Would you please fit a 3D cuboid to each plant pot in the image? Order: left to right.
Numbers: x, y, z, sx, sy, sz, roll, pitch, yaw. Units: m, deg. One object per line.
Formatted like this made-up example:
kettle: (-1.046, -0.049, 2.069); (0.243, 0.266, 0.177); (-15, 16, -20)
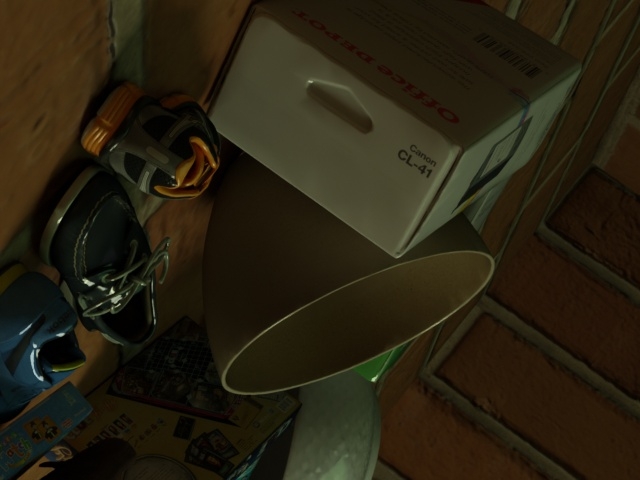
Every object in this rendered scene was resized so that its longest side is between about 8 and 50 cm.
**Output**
plant pot: (0.000, 0.000, 1.579); (0.284, 0.191, 0.284); (-22, 162, -8)

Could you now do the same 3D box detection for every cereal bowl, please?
cereal bowl: (-0.020, 0.240, 1.979); (0.339, 0.141, 0.339); (-168, -90, -73)

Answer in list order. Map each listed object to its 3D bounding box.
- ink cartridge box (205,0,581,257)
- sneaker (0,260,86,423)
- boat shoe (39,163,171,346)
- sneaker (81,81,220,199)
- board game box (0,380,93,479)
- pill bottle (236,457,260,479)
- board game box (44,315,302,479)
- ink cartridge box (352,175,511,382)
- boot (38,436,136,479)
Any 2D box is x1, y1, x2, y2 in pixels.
ink cartridge box: (0.072, -0.135, 1.483); (0.306, 0.226, 0.131); (-34, 155, -55)
sneaker: (-0.237, 0.104, 1.320); (0.069, 0.082, 0.209); (-47, 168, -37)
boat shoe: (-0.172, 0.022, 1.337); (0.095, 0.079, 0.254); (-48, 167, -24)
sneaker: (-0.117, -0.066, 1.296); (0.084, 0.083, 0.215); (-57, 169, 8)
board game box: (-0.303, 0.214, 1.376); (0.160, 0.039, 0.211); (-41, 177, 37)
pill bottle: (-0.157, 0.263, 1.914); (0.146, 0.146, 0.264); (-39, 162, -50)
board game box: (-0.151, 0.193, 1.698); (0.243, 0.165, 0.042); (-39, 161, -48)
ink cartridge box: (0.057, -0.030, 1.748); (0.289, 0.211, 0.121); (-60, 169, 30)
boot: (-0.280, 0.279, 1.425); (0.248, 0.090, 0.207); (-35, -176, 22)
